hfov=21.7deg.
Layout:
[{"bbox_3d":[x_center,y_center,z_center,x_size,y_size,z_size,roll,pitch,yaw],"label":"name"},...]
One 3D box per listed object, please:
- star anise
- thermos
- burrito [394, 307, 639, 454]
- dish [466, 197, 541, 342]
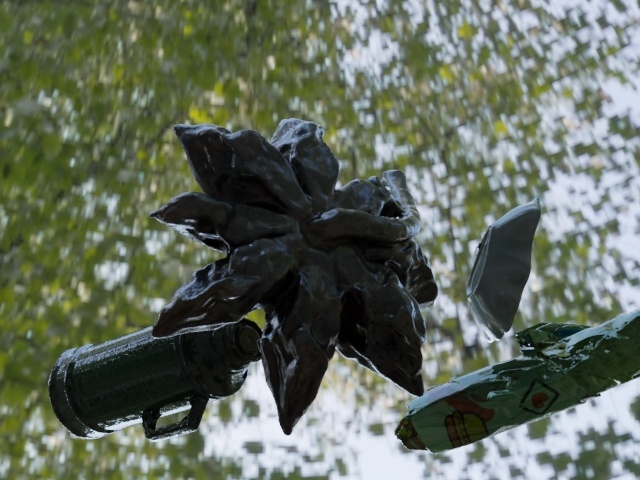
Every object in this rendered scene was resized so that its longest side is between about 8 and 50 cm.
[{"bbox_3d":[-0.001,0.000,1.051,0.230,0.262,0.081,46,-46,10],"label":"star anise"},{"bbox_3d":[-0.120,0.098,1.247,0.187,0.083,0.073,-21,-67,40],"label":"thermos"},{"bbox_3d":[0.200,0.109,1.472,0.288,0.104,0.054,-22,-60,13],"label":"burrito"},{"bbox_3d":[0.159,0.022,1.502,0.039,0.091,0.137,18,-97,-9],"label":"dish"}]
